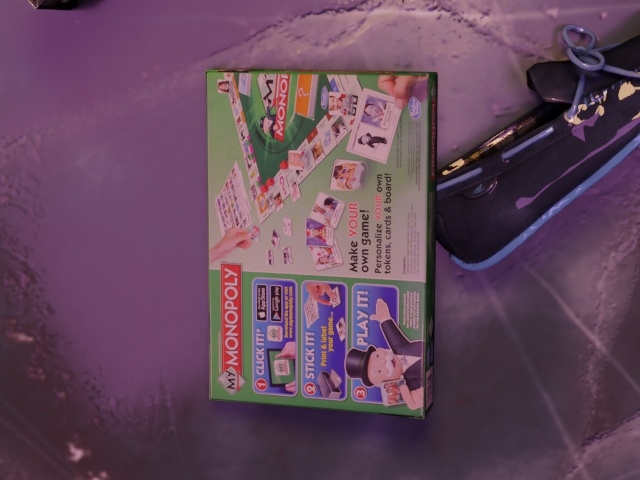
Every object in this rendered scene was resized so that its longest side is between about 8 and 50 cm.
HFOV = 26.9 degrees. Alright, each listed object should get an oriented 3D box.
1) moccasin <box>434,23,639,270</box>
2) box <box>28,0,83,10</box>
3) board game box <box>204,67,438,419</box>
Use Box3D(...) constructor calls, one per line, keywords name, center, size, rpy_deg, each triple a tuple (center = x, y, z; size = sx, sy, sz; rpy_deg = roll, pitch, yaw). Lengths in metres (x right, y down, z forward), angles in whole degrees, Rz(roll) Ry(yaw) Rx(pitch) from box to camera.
Box3D(name="moccasin", center=(0.228, -0.116, 1.224), size=(0.342, 0.138, 0.117), rpy_deg=(-43, 94, 4))
Box3D(name="box", center=(-0.174, -0.275, 1.158), size=(0.191, 0.184, 0.045), rpy_deg=(-41, 100, 4))
Box3D(name="board game box", center=(0.000, 0.000, 1.251), size=(0.214, 0.046, 0.317), rpy_deg=(4, 101, 17))
